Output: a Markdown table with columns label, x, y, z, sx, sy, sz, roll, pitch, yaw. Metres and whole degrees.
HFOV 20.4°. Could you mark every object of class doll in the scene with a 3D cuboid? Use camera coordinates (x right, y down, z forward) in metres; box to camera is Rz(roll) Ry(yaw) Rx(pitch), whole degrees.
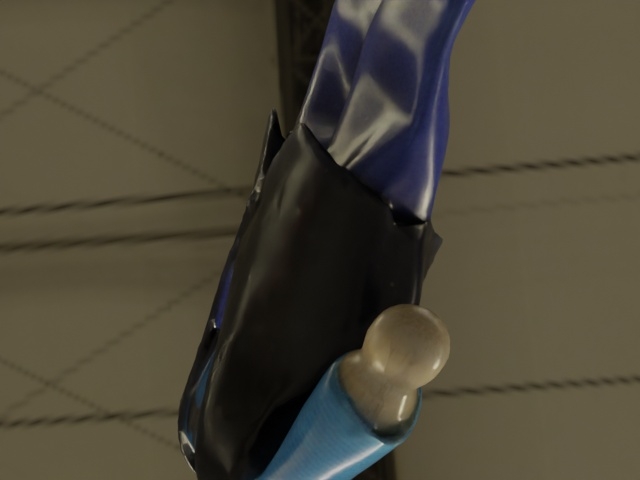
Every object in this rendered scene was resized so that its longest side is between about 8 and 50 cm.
| label | x | y | z | sx | sy | sz | roll | pitch | yaw |
| --- | --- | --- | --- | --- | --- | --- | --- | --- | --- |
| doll | 0.000 | 0.000 | 0.366 | 0.046 | 0.129 | 0.189 | 16 | -89 | -16 |
